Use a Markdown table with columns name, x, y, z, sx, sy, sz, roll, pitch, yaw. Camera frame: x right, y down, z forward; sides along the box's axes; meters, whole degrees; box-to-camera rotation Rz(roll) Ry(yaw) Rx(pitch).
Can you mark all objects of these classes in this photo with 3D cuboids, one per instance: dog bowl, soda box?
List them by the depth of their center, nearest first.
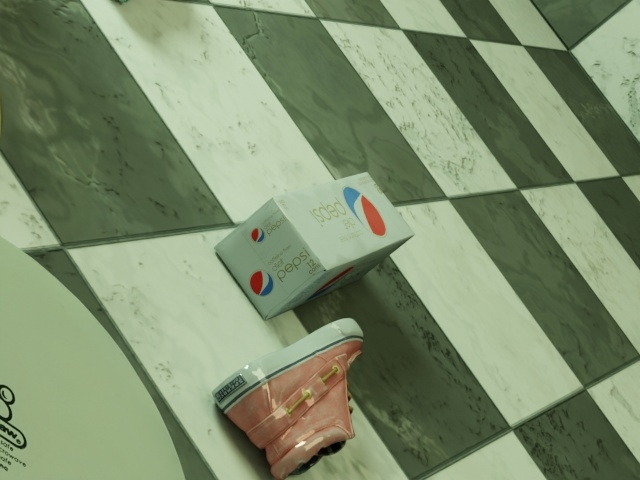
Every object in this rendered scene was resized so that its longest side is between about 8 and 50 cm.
| name | x | y | z | sx | sy | sz | roll | pitch | yaw |
| --- | --- | --- | --- | --- | --- | --- | --- | --- | --- |
| dog bowl | -0.187 | 0.107 | 0.776 | 0.265 | 0.104 | 0.265 | 41 | 24 | -23 |
| soda box | 0.000 | 0.000 | 1.357 | 0.074 | 0.069 | 0.216 | 53 | 21 | 7 |

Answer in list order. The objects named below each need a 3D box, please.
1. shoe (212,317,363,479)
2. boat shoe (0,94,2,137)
| name | x | y | z | sx | sy | sz | roll | pitch | yaw |
| --- | --- | --- | --- | --- | --- | --- | --- | --- | --- |
| shoe | -0.005 | 0.114 | 1.181 | 0.081 | 0.063 | 0.178 | 55 | 27 | 8 |
| boat shoe | -0.285 | -0.064 | 0.706 | 0.302 | 0.109 | 0.098 | 12 | 27 | 14 |
